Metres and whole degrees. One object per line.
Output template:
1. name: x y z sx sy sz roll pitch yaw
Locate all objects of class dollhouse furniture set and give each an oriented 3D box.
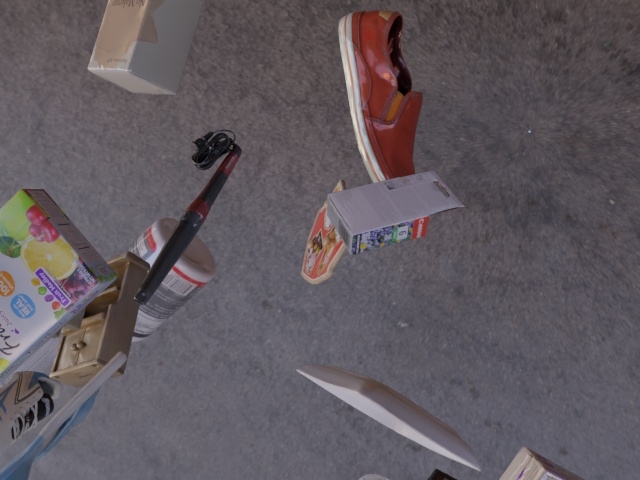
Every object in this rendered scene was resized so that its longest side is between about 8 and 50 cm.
1. dollhouse furniture set: -0.350 0.057 0.804 0.212 0.242 0.161 -19 50 30

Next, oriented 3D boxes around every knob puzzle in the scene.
1. knob puzzle: 0.000 0.000 1.267 0.030 0.213 0.213 17 107 -21

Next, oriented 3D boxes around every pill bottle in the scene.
1. pill bottle: -0.363 0.100 1.322 0.283 0.161 0.161 -41 86 14

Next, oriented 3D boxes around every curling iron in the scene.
1. curling iron: -0.179 -0.035 0.875 0.068 0.035 0.274 12 65 18

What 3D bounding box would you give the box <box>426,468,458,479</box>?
1. box: 0.176 0.357 0.591 0.247 0.163 0.142 19 133 35

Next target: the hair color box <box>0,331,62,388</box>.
1. hair color box: -0.754 0.184 1.526 0.113 0.185 0.374 25 144 25

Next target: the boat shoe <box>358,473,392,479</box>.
1. boat shoe: 0.188 0.507 1.182 0.302 0.094 0.109 25 88 -28

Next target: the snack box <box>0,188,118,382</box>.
1. snack box: -0.254 0.040 0.540 0.141 0.037 0.100 -41 88 7

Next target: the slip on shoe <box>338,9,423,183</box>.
1. slip on shoe: 0.112 -0.199 1.023 0.101 0.123 0.331 -10 95 24

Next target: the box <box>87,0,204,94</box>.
1. box: -0.323 -0.450 1.270 0.148 0.121 0.311 11 85 37

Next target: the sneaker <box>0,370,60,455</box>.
1. sneaker: -0.462 0.262 0.994 0.086 0.237 0.085 0 103 -5

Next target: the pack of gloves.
1. pack of gloves: -0.264 0.215 0.589 0.046 0.232 0.195 44 147 -4

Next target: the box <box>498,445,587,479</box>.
1. box: 0.390 0.380 0.881 0.324 0.063 0.067 30 96 -15

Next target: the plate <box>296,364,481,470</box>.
1. plate: 0.119 0.302 1.177 0.277 0.278 0.045 35 75 -19

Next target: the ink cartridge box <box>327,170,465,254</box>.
1. ink cartridge box: 0.070 -0.028 0.618 0.115 0.063 0.029 -14 135 -16
